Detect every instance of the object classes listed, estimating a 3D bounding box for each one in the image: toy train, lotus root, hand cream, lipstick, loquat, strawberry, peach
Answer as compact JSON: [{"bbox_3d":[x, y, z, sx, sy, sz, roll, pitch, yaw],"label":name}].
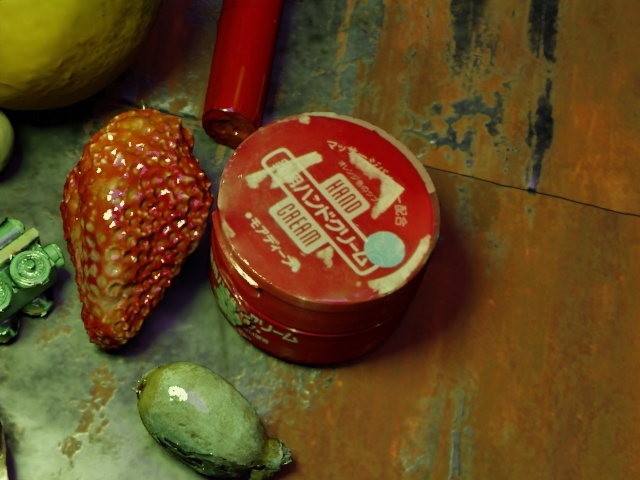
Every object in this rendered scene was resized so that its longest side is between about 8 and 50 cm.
[{"bbox_3d":[-0.338,0.044,1.350,0.118,0.074,0.176,42,65,17],"label":"toy train"},{"bbox_3d":[-0.104,0.175,1.318,0.165,0.088,0.088,36,61,-2],"label":"lotus root"},{"bbox_3d":[0.000,0.000,1.392,0.230,0.149,0.230,3,61,-6],"label":"hand cream"},{"bbox_3d":[-0.080,-0.233,1.547,0.073,0.073,0.280,11,60,-5],"label":"lipstick"},{"bbox_3d":[-0.292,-0.277,1.409,0.276,0.284,0.276,27,42,-27],"label":"loquat"},{"bbox_3d":[-0.196,-0.031,1.357,0.175,0.107,0.236,-25,58,17],"label":"strawberry"},{"bbox_3d":[-0.351,-0.102,1.419,0.083,0.083,0.083,4,61,-8],"label":"peach"}]

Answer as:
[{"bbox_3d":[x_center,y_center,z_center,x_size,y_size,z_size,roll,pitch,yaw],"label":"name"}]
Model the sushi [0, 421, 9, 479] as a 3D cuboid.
[{"bbox_3d":[-0.352,0.121,1.247,0.134,0.109,0.273,-39,100,8],"label":"sushi"}]
